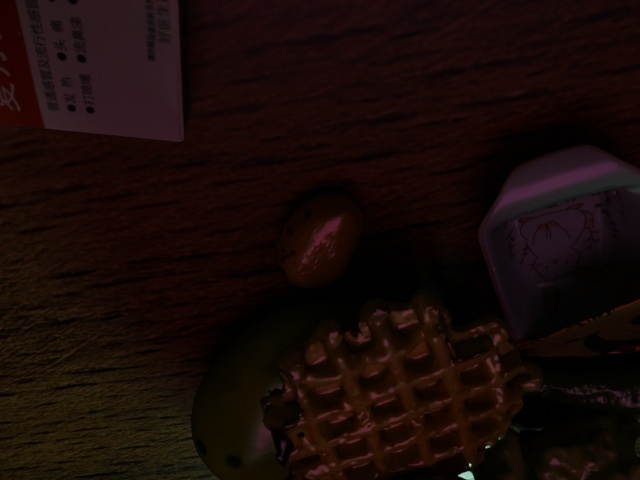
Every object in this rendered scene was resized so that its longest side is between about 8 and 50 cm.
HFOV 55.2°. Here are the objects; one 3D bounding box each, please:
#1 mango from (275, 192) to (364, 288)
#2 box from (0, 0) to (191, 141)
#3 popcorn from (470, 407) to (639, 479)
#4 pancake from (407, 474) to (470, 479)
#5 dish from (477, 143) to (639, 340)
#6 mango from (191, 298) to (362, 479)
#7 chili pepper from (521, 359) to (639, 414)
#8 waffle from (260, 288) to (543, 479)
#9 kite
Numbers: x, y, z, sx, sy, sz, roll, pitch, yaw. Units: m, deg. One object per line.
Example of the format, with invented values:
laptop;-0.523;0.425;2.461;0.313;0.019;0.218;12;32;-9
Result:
mango;0.000;0.000;0.600;0.079;0.057;0.114;26;126;-14
box;-0.191;-0.228;0.371;0.214;0.069;0.353;5;133;-5
popcorn;0.328;0.335;0.807;0.292;0.237;0.293;-1;136;-1
pancake;0.118;0.376;0.674;0.250;0.031;0.250;-4;100;-26
dish;0.236;-0.003;0.592;0.154;0.064;0.234;-17;133;15
mango;-0.044;0.178;0.720;0.175;0.143;0.293;33;117;-15
chili pepper;0.335;0.188;0.767;0.359;0.085;0.076;-3;162;0
waffle;0.073;0.183;0.637;0.312;0.060;0.307;30;111;-29
kite;0.381;0.074;0.628;0.377;0.013;0.327;-10;155;3
